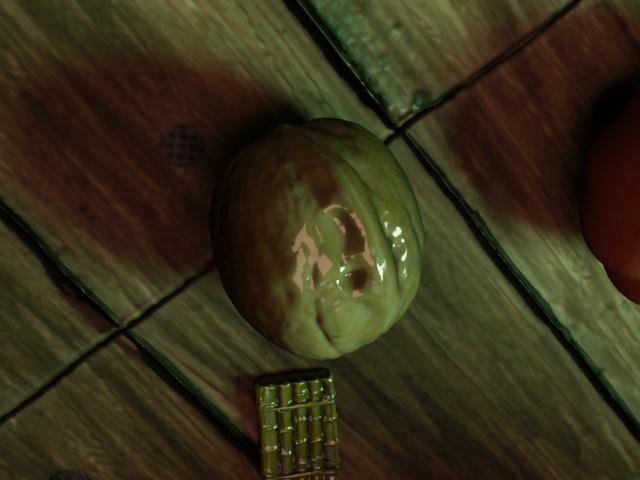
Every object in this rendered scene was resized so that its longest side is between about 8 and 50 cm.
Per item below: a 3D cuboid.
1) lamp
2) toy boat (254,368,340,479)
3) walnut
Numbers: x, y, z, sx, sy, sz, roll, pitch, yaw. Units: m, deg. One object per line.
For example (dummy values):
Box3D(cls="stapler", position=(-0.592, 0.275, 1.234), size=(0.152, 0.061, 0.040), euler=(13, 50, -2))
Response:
Box3D(cls="lamp", position=(0.266, -0.027, 0.819), size=(0.182, 0.140, 0.182), euler=(-2, 115, -5))
Box3D(cls="toy boat", position=(-0.017, 0.153, 0.943), size=(0.063, 0.016, 0.115), euler=(-6, 120, -5))
Box3D(cls="walnut", position=(-0.001, 0.000, 0.795), size=(0.140, 0.140, 0.162), euler=(-22, 105, 3))
